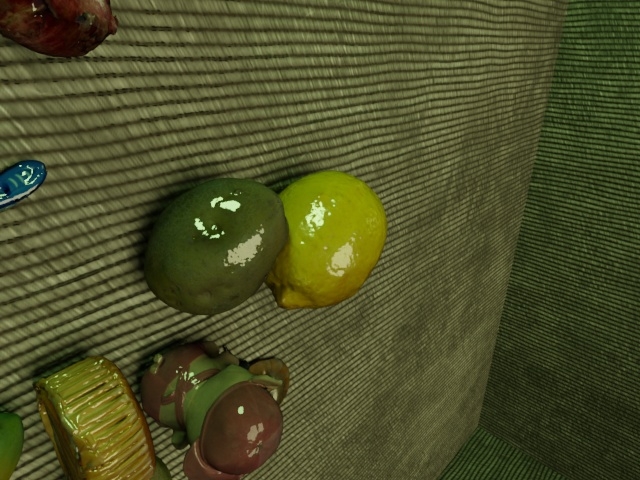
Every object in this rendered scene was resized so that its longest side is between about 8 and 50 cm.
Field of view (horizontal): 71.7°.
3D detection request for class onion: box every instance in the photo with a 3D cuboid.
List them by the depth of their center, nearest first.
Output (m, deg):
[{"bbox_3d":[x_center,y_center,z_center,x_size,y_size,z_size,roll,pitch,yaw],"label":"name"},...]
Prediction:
[{"bbox_3d":[-0.293,-0.271,0.429,0.184,0.147,0.184,-2,90,-83],"label":"onion"}]

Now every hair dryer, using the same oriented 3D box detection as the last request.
[{"bbox_3d":[-0.187,0.246,0.879,0.079,0.031,0.083,-32,116,-26],"label":"hair dryer"}]

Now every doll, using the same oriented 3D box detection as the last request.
[{"bbox_3d":[-0.171,0.276,0.719,0.152,0.256,0.196,-7,112,-53],"label":"doll"}]

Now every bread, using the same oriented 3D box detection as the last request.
[{"bbox_3d":[-0.305,0.259,0.610,0.104,0.199,0.199,-25,125,-42],"label":"bread"}]

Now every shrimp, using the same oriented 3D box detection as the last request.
[{"bbox_3d":[-0.151,0.333,0.929,0.254,0.059,0.145,-12,114,-47],"label":"shrimp"}]

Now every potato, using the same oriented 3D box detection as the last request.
[{"bbox_3d":[-0.155,0.007,0.671,0.235,0.160,0.178,-34,120,2],"label":"potato"}]

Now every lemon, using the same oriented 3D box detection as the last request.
[{"bbox_3d":[0.000,0.000,0.812,0.288,0.233,0.233,-57,140,-19],"label":"lemon"}]

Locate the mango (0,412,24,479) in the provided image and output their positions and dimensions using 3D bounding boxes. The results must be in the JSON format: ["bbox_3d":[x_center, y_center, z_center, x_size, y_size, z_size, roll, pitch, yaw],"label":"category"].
[{"bbox_3d":[-0.468,0.314,0.523,0.237,0.091,0.137,-30,134,-38],"label":"mango"}]

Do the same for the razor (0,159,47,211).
[{"bbox_3d":[-0.435,0.009,0.455,0.324,0.093,0.056,-43,176,-33],"label":"razor"}]

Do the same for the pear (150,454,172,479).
[{"bbox_3d":[-0.319,0.412,0.708,0.167,0.136,0.167,-27,129,-38],"label":"pear"}]
